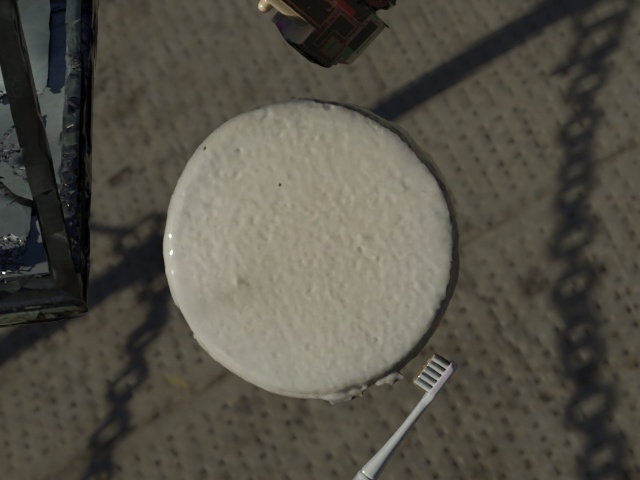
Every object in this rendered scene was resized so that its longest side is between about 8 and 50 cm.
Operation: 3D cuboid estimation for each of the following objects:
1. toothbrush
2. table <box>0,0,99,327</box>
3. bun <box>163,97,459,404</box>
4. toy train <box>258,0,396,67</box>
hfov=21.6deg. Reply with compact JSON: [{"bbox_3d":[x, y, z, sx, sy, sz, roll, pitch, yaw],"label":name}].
[{"bbox_3d":[0.029,0.255,1.692,0.342,0.030,0.025,-55,2,5],"label":"toothbrush"},{"bbox_3d":[-0.247,-0.156,0.884,0.222,0.272,0.335,-8,40,-1],"label":"table"},{"bbox_3d":[0.000,0.000,1.487,0.263,0.263,0.175,-26,4,10],"label":"bun"},{"bbox_3d":[-0.009,-0.171,1.052,0.087,0.138,0.050,-47,43,8],"label":"toy train"}]
